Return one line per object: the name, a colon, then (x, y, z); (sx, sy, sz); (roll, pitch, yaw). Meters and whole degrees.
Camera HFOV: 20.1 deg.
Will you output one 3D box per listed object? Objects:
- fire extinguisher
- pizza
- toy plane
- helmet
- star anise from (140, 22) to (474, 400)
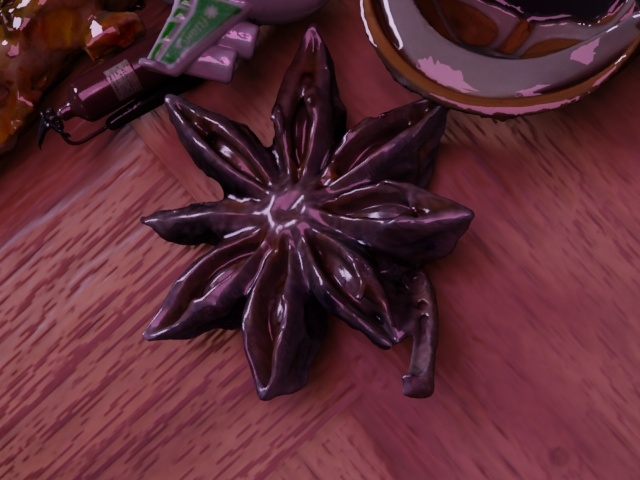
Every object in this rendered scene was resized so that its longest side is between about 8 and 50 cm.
fire extinguisher: (-0.100, -0.105, 1.110); (0.173, 0.049, 0.035); (-31, 77, -7)
pizza: (-0.193, -0.165, 1.142); (0.189, 0.071, 0.297); (37, 89, 18)
toy plane: (-0.073, -0.175, 1.063); (0.174, 0.080, 0.174); (2, 75, -8)
helmet: (0.127, -0.173, 1.033); (0.198, 0.130, 0.224); (22, 94, 21)
star anise: (-0.001, 0.000, 1.050); (0.230, 0.081, 0.262); (-38, 60, -5)
